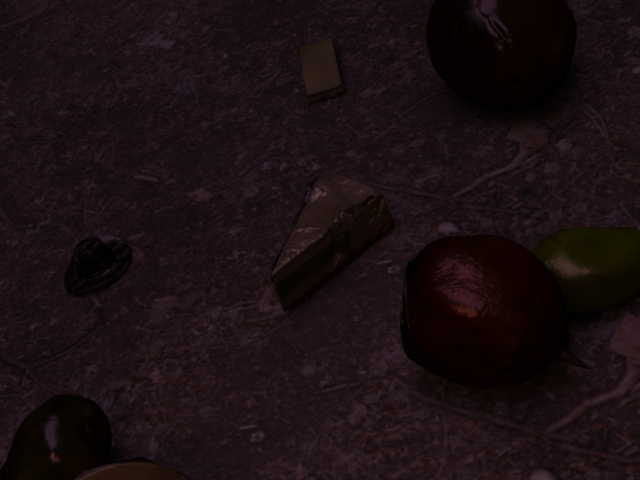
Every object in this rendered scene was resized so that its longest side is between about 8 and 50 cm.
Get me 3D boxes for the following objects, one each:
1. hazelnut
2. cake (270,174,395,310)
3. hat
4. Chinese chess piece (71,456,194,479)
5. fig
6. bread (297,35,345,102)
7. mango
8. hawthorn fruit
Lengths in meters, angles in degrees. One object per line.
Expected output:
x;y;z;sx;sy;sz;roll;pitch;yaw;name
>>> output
0.266;-0.308;1.809;0.229;0.229;0.229;-12;42;11;hazelnut
-0.011;-0.009;1.695;0.220;0.086;0.116;-38;44;-19;cake
-0.354;0.028;1.825;0.121;0.050;0.121;-11;45;12;hat
-0.227;0.377;1.360;0.257;0.104;0.257;-12;42;11;Chinese chess piece
-0.343;0.282;1.526;0.126;0.185;0.133;0;61;-33;fig
0.001;-0.295;2.041;0.068;0.028;0.154;-17;42;5;bread
0.342;0.036;1.500;0.163;0.089;0.117;-8;42;14;mango
0.208;0.096;1.431;0.251;0.190;0.189;25;58;30;hawthorn fruit
